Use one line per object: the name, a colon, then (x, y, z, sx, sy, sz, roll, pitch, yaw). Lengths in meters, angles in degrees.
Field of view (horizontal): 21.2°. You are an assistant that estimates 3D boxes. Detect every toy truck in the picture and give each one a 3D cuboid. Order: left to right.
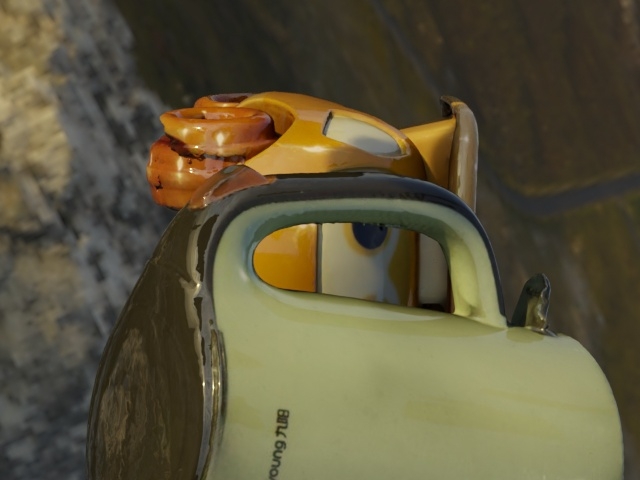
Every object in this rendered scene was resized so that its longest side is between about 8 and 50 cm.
toy truck: (0.000, 0.000, 1.169, 0.288, 0.211, 0.204, -69, 159, -78)

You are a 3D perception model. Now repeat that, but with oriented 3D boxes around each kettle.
kettle: (0.015, 0.082, 0.901, 0.255, 0.165, 0.240, 12, 90, -27)
